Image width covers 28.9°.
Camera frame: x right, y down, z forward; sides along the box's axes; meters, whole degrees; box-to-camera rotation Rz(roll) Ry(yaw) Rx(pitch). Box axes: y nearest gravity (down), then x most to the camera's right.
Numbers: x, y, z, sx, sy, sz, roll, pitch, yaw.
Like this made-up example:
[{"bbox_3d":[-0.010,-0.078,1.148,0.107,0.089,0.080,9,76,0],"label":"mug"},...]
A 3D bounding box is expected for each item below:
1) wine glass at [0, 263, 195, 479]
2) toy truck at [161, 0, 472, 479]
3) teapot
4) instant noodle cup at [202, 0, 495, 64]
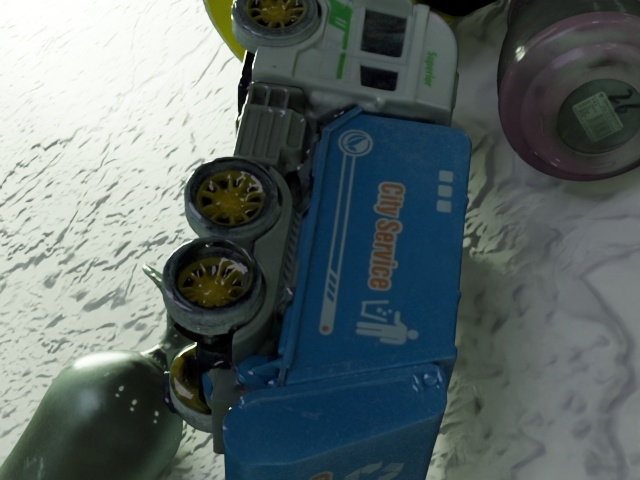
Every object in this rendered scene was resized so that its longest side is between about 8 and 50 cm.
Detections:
[{"bbox_3d":[-0.155,0.136,0.877,0.231,0.103,0.103,-51,40,-2],"label":"wine glass"},{"bbox_3d":[0.000,0.000,0.784,0.175,0.146,0.367,8,57,1],"label":"toy truck"},{"bbox_3d":[0.180,-0.126,0.798,0.148,0.116,0.146,-33,32,22],"label":"teapot"},{"bbox_3d":[0.036,-0.230,0.951,0.236,0.215,0.215,-29,43,31],"label":"instant noodle cup"}]
